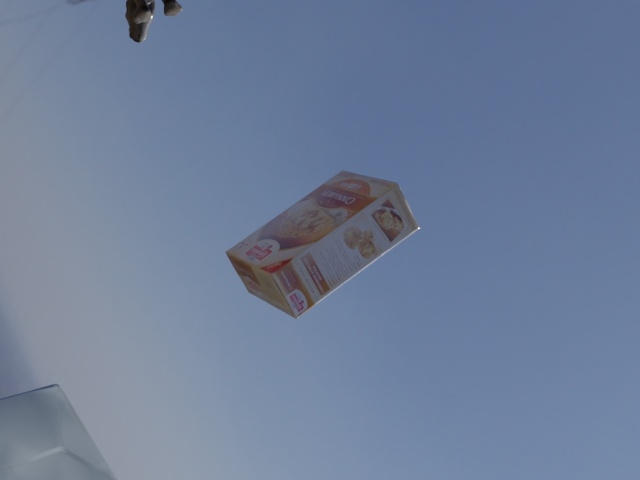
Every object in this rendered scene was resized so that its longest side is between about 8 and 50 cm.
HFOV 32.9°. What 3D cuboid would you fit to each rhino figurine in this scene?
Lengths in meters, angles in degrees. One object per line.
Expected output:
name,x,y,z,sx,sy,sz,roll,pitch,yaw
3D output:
rhino figurine,-0.220,-0.338,1.406,0.243,0.073,0.106,131,-52,-60

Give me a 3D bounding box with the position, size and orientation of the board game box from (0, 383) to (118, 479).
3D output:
board game box,-0.305,0.224,0.681,0.098,0.303,0.224,56,14,10

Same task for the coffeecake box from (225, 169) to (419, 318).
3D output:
coffeecake box,0.000,0.000,1.286,0.068,0.185,0.142,61,-18,-22
